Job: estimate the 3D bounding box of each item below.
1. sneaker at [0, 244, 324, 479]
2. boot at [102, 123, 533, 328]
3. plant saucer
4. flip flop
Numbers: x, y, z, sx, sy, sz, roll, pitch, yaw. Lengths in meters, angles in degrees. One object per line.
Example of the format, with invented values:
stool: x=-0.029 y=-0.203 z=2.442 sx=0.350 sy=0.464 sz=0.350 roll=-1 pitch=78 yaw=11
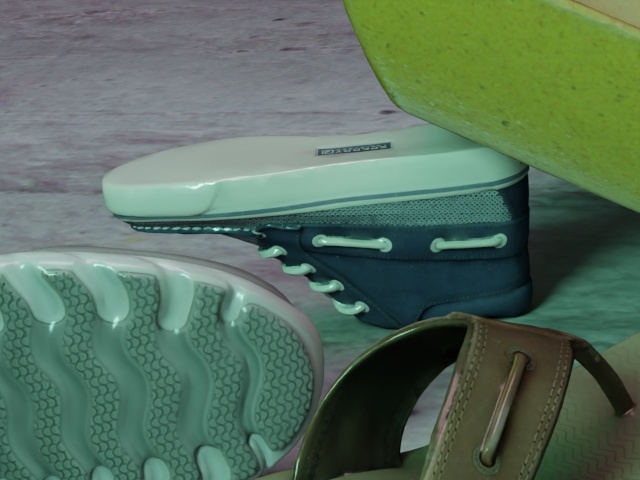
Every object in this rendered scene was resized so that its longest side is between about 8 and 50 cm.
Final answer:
sneaker: x=-0.133 y=0.043 z=0.625 sx=0.281 sy=0.105 sz=0.115 roll=-4 pitch=18 yaw=14
boot: x=0.000 y=0.000 z=0.730 sx=0.190 sy=0.086 sz=0.069 roll=-4 pitch=20 yaw=10
plant saucer: x=0.169 y=-0.078 z=0.744 sx=0.332 sy=0.081 sz=0.333 roll=24 pitch=22 yaw=4
flip flop: x=0.029 y=0.068 z=0.511 sx=0.277 sy=0.080 sz=0.112 roll=-14 pitch=18 yaw=-17
